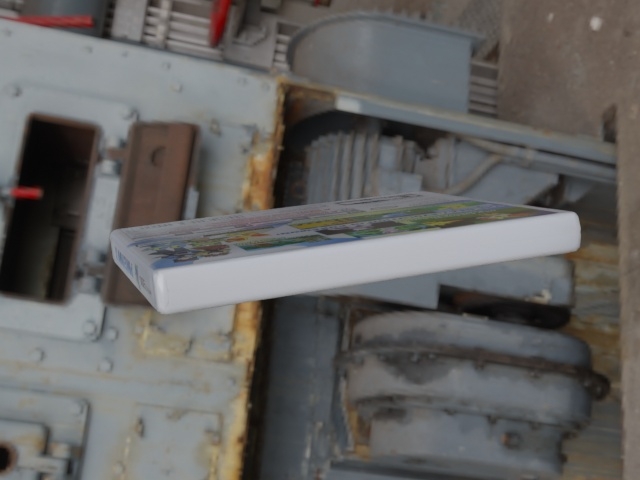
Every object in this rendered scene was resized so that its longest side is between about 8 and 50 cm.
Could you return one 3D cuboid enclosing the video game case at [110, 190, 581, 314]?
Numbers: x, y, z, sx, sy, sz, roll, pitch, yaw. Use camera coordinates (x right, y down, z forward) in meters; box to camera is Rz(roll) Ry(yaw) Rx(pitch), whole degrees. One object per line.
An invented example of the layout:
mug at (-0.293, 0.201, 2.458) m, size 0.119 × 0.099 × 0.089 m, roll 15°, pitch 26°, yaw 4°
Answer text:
video game case at (0.000, 0.000, 0.839) m, size 0.300 × 0.329 × 0.036 m, roll -162°, pitch 65°, yaw -71°
